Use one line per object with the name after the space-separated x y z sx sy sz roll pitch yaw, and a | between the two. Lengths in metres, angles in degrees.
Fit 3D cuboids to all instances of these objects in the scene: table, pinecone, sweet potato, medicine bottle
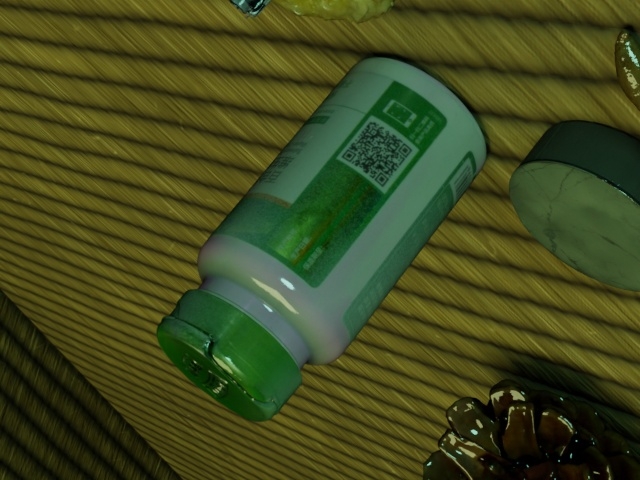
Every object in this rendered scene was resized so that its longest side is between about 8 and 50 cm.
0.201 -0.023 0.914 0.133 0.043 0.133 33 159 15 | table
0.206 0.244 1.247 0.229 0.202 0.201 36 -169 9 | pinecone
0.207 -0.083 0.804 0.026 0.026 0.115 13 146 49 | sweet potato
0.000 0.000 0.968 0.133 0.274 0.133 32 158 14 | medicine bottle

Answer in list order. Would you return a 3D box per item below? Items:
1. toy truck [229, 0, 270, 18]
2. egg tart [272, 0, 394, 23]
-0.062 -0.174 0.809 0.083 0.039 0.044 39 179 -2 | toy truck
-0.017 -0.226 0.787 0.213 0.090 0.212 35 161 14 | egg tart
